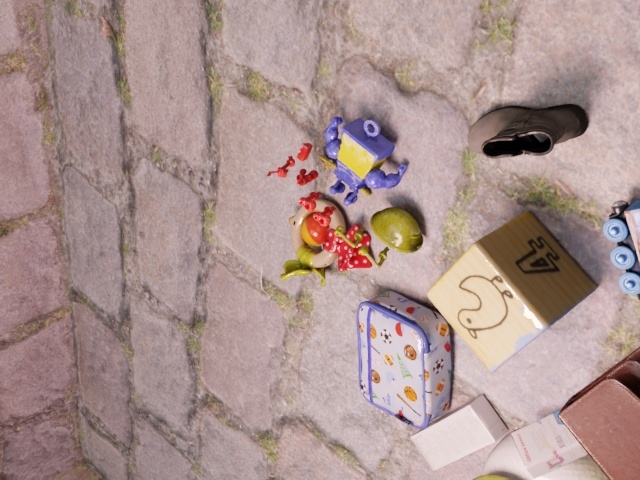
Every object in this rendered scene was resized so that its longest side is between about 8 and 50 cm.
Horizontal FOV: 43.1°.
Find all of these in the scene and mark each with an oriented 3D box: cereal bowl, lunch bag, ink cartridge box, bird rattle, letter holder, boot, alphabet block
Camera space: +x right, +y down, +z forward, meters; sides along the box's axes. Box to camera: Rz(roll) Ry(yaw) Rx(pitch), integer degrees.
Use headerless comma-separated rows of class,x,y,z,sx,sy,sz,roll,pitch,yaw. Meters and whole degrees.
cereal bowl,0.474,0.576,1.707,0.339,0.141,0.338,25,128,38
lunch bag,0.184,0.280,1.882,0.243,0.115,0.303,23,125,41
ink cartridge box,0.457,0.407,1.624,0.052,0.122,0.088,55,-167,-38
bird rattle,0.000,0.000,1.922,0.253,0.143,0.206,-35,67,47
letter holder,0.596,0.346,1.383,0.214,0.152,0.302,-43,74,18
boot,0.329,-0.185,1.431,0.247,0.161,0.083,-4,107,48
alphabet block,0.358,0.095,1.530,0.197,0.193,0.192,51,137,15

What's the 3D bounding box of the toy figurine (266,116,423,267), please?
toy figurine,0.084,-0.146,1.707,0.362,0.191,0.217,42,131,22

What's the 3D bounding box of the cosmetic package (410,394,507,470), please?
cosmetic package,0.315,0.444,1.866,0.099,0.060,0.239,54,139,8

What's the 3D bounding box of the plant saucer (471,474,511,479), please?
plant saucer,0.387,0.601,1.675,0.241,0.037,0.240,25,128,37

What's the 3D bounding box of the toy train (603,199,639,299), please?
toy train,0.551,0.015,1.369,0.105,0.080,0.184,-12,101,43
